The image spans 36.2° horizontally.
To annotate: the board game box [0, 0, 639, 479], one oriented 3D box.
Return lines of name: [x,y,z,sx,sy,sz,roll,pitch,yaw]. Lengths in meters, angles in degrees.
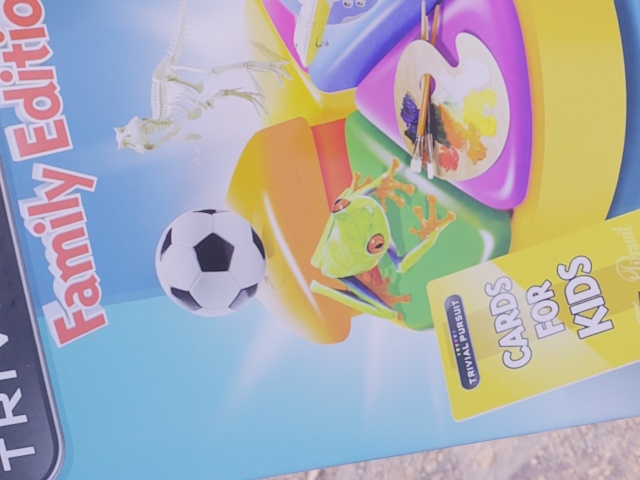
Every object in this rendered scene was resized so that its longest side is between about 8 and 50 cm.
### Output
board game box: [-0.014,-0.047,0.361,0.335,0.079,0.254,-10,98,0]
